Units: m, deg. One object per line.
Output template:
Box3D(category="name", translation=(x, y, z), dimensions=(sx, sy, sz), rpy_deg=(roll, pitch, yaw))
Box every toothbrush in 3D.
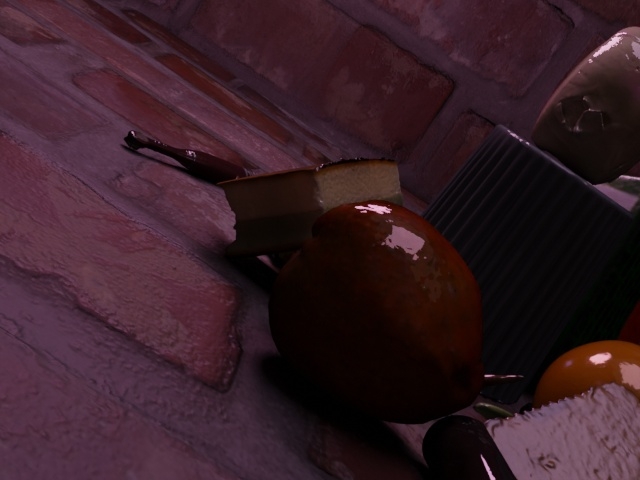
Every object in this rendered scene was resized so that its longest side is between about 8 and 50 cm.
Box3D(category="toothbrush", translation=(-0.169, -0.113, 1.502), dimensions=(0.041, 0.041, 0.364), rpy_deg=(42, 14, 34))

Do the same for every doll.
Box3D(category="doll", translation=(0.335, 0.226, 1.200), dimensions=(0.236, 0.213, 0.213), rpy_deg=(-6, -11, 29))

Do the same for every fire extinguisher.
Box3D(category="fire extinguisher", translation=(0.163, 0.242, 0.835), dimensions=(0.072, 0.089, 0.267), rpy_deg=(59, 2, -20))

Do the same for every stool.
Box3D(category="stool", translation=(0.270, 0.026, 1.430), dimensions=(0.297, 0.330, 0.297), rpy_deg=(33, 12, -8))

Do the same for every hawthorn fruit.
Box3D(category="hawthorn fruit", translation=(0.080, 0.085, 0.955), dimensions=(0.262, 0.210, 0.210), rpy_deg=(37, 11, 7))

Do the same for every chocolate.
Box3D(category="chocolate", translation=(0.487, 0.089, 1.673), dimensions=(0.161, 0.360, 0.341), rpy_deg=(30, -7, 35))

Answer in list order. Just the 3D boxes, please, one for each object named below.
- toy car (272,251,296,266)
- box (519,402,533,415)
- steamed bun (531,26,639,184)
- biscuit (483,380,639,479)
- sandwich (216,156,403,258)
Box3D(category="toy car", translation=(0.000, 0.000, 1.357), dimensions=(0.161, 0.098, 0.126), rpy_deg=(30, 14, -14))
Box3D(category="box", translation=(0.346, 0.291, 1.333), dimensions=(0.126, 0.027, 0.125), rpy_deg=(32, 14, -18))
Box3D(category="steamed bun", translation=(0.431, -0.204, 1.406), dimensions=(0.170, 0.238, 0.153), rpy_deg=(47, 16, 21))
Box3D(category="biscuit", translation=(0.304, 0.265, 0.984), dimensions=(0.232, 0.013, 0.237), rpy_deg=(-10, 55, -31))
Box3D(category="sandwich", translation=(-0.017, -0.044, 1.235), dimensions=(0.186, 0.108, 0.220), rpy_deg=(-7, 3, 33))
